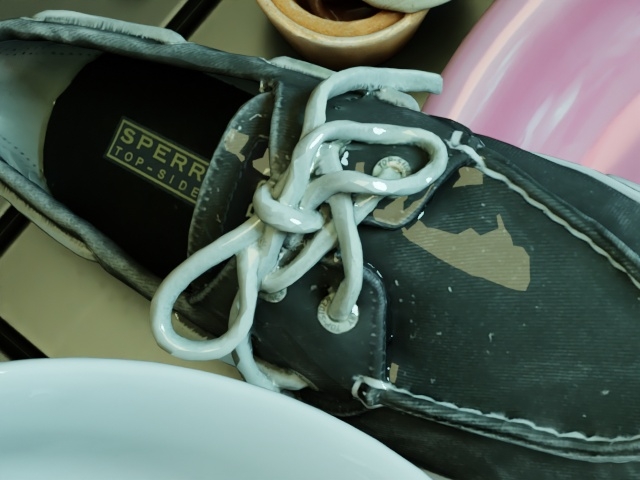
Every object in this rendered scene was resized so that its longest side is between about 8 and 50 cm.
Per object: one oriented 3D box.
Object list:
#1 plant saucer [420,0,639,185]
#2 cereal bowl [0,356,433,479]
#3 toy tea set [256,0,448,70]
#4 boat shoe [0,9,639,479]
[{"bbox_3d":[0.182,0.029,0.469,0.332,0.084,0.332,-5,77,21],"label":"plant saucer"},{"bbox_3d":[-0.067,0.207,0.362,0.339,0.141,0.339,15,62,-30],"label":"cereal bowl"},{"bbox_3d":[-0.072,-0.204,0.538,0.336,0.124,0.200,30,82,7],"label":"toy tea set"},{"bbox_3d":[0.002,-0.004,0.445,0.306,0.105,0.113,31,95,33],"label":"boat shoe"}]
